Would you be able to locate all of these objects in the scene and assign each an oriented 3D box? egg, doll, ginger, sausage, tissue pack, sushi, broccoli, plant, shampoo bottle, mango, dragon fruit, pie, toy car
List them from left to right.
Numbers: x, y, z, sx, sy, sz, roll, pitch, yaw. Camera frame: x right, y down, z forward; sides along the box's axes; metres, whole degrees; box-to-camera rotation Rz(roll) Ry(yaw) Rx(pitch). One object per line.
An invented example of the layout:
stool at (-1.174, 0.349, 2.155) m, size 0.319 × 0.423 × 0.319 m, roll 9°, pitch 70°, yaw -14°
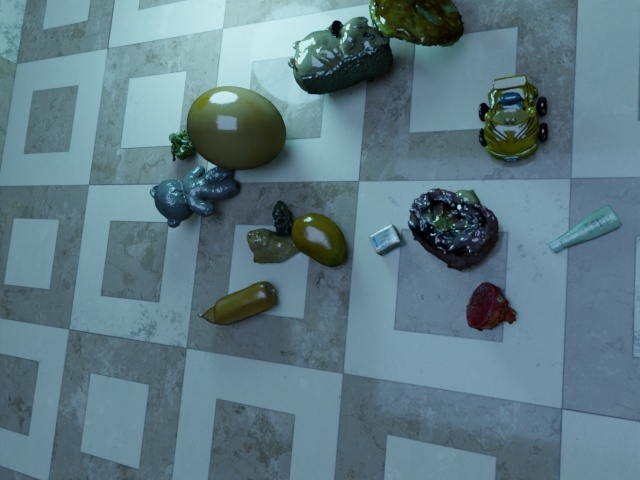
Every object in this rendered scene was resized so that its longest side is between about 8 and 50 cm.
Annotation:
broccoli at (-0.564, -0.395, 2.039) m, size 0.132 × 0.120 × 0.130 m, roll -16°, pitch 62°, yaw 24°
doll at (-0.485, -0.177, 1.978) m, size 0.341 × 0.158 × 0.245 m, roll -22°, pitch 66°, yaw -9°
egg at (-0.306, -0.405, 1.822) m, size 0.374 × 0.301 × 0.300 m, roll 18°, pitch 90°, yaw 24°
sausage at (-0.309, 0.243, 1.841) m, size 0.329 × 0.112 × 0.112 m, roll -22°, pitch 74°, yaw 21°
ginger at (-0.176, 0.005, 1.813) m, size 0.193 × 0.122 × 0.115 m, roll -8°, pitch 59°, yaw 18°
plant at (-0.138, -0.078, 1.809) m, size 0.085 × 0.087 × 0.174 m, roll -45°, pitch 36°, yaw 24°
mango at (0.001, -0.006, 1.728) m, size 0.221 × 0.120 × 0.151 m, roll 30°, pitch 99°, yaw 18°
doll at (0.071, -0.636, 1.721) m, size 0.350 × 0.247 × 0.247 m, roll -1°, pitch 82°, yaw 15°
tissue pack at (0.217, -0.001, 1.659) m, size 0.095 × 0.059 × 0.074 m, roll -29°, pitch 70°, yaw 18°
pie at (0.303, -0.734, 1.617) m, size 0.289 × 0.103 × 0.354 m, roll -2°, pitch 58°, yaw -14°
sushi at (0.401, -0.052, 1.521) m, size 0.270 × 0.171 × 0.236 m, roll 41°, pitch 101°, yaw 28°
dragon fruit at (0.512, 0.208, 1.479) m, size 0.111 × 0.153 × 0.153 m, roll 24°, pitch 94°, yaw -8°
toy car at (0.574, -0.372, 1.501) m, size 0.201 × 0.142 × 0.247 m, roll -4°, pitch 79°, yaw 25°
shampoo bottle at (0.749, -0.025, 1.428) m, size 0.191 × 0.041 × 0.069 m, roll -31°, pitch 76°, yaw 18°
